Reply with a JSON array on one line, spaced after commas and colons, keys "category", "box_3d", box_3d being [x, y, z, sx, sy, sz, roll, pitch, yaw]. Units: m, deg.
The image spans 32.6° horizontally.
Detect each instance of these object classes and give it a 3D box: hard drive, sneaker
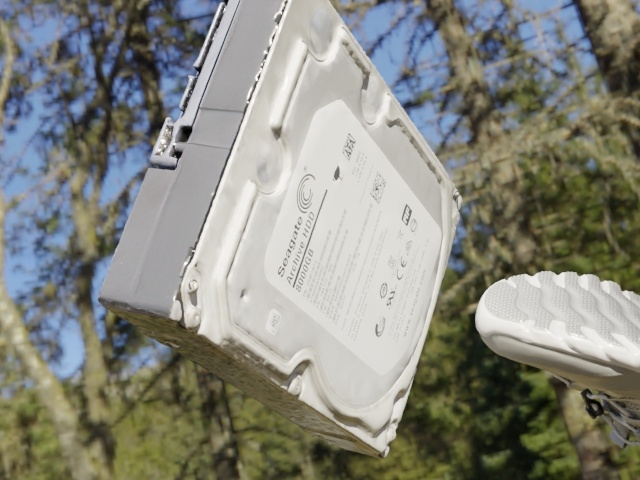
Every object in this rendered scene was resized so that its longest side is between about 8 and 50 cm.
[{"category": "hard drive", "box_3d": [0.000, 0.000, 0.772, 0.064, 0.237, 0.339, 8, -20, 30]}, {"category": "sneaker", "box_3d": [0.237, 0.112, 0.825, 0.281, 0.105, 0.115, 19, -64, -14]}]
